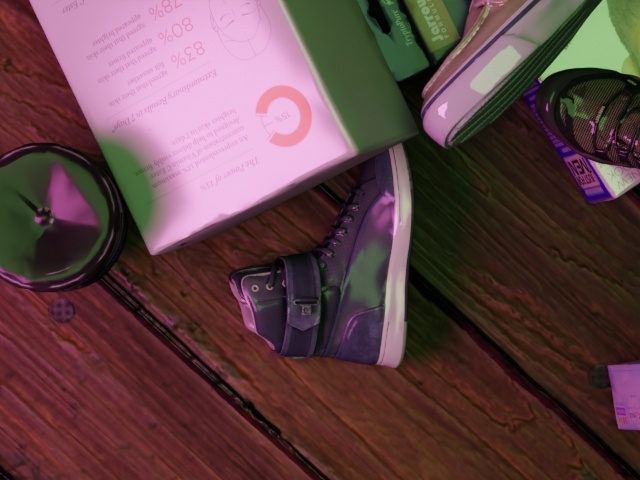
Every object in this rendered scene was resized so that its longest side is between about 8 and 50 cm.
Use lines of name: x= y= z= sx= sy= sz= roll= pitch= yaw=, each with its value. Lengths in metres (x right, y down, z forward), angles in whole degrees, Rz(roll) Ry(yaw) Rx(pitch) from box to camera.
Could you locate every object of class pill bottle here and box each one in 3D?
pill bottle: x=-0.229 y=-0.016 z=1.392 sx=0.123 sy=0.219 sz=0.122 roll=0 pitch=88 yaw=-4

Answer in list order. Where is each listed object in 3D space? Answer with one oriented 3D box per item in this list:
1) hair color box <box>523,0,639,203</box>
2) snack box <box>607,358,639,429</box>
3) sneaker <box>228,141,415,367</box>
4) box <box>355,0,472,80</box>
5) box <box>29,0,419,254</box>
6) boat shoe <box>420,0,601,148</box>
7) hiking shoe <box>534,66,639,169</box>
hair color box: x=0.247 y=-0.224 z=1.491 sx=0.185 sy=0.110 sz=0.339 roll=-33 pitch=92 yaw=-3
snack box: x=0.383 y=0.126 z=1.456 sx=0.207 sy=0.174 sz=0.070 roll=-8 pitch=85 yaw=-4
sneaker: x=0.000 y=0.001 z=1.476 sx=0.163 sy=0.086 sz=0.226 roll=3 pitch=89 yaw=-7
box: x=0.137 y=-0.245 z=1.418 sx=0.225 sy=0.036 sz=0.136 roll=-26 pitch=91 yaw=0
box: x=-0.100 y=-0.193 z=1.393 sx=0.215 sy=0.168 sz=0.345 roll=-26 pitch=89 yaw=24
boat shoe: x=0.177 y=-0.209 z=1.361 sx=0.094 sy=0.109 sz=0.302 roll=40 pitch=81 yaw=11
hiking shoe: x=0.296 y=-0.092 z=1.382 sx=0.227 sy=0.114 sz=0.086 roll=22 pitch=89 yaw=-2
